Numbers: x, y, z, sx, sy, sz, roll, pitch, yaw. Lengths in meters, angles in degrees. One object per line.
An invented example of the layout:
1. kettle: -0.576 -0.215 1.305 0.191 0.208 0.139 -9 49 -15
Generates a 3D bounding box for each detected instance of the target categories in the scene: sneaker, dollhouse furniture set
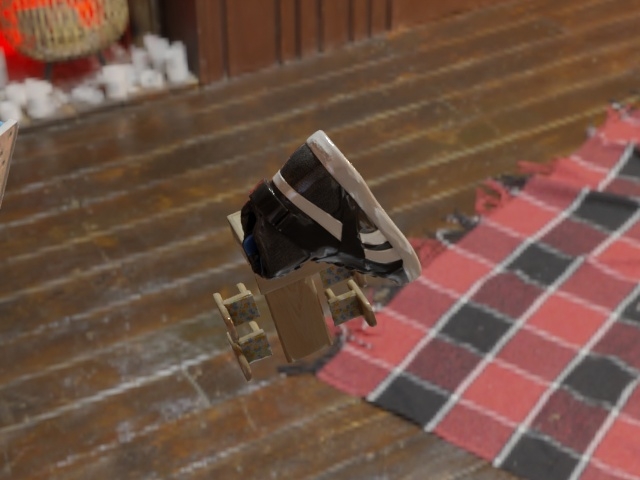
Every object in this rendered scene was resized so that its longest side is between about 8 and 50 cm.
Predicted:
1. sneaker: 0.000 0.000 1.047 0.121 0.217 0.079 -37 51 2
2. dollhouse furniture set: -0.037 0.082 1.731 0.212 0.242 0.161 -22 33 -9

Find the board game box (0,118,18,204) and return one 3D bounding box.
1. board game box: -0.508 0.072 1.509 0.050 0.390 0.390 20 25 -1
